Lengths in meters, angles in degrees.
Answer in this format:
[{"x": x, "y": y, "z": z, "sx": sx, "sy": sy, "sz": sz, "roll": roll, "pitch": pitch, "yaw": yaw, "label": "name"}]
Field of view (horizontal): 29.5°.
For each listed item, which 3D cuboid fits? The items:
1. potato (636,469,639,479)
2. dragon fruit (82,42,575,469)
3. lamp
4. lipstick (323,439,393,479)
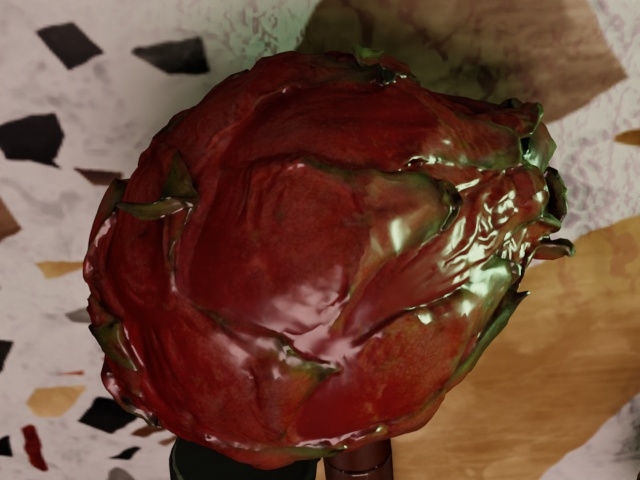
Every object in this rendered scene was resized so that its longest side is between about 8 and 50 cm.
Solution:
[{"x": 0.383, "y": 0.212, "z": 0.894, "sx": 0.288, "sy": 0.301, "sz": 0.237, "roll": 27, "pitch": 154, "yaw": 19, "label": "potato"}, {"x": 0.000, "y": 0.000, "z": 0.706, "sx": 0.299, "sy": 0.244, "sz": 0.244, "roll": -30, "pitch": 125, "yaw": 1, "label": "dragon fruit"}, {"x": -0.008, "y": 0.283, "z": 1.007, "sx": 0.108, "sy": 0.130, "sz": 0.371, "roll": -16, "pitch": 124, "yaw": 10, "label": "lamp"}, {"x": 0.033, "y": 0.199, "z": 0.976, "sx": 0.057, "sy": 0.057, "sz": 0.357, "roll": -4, "pitch": 130, "yaw": 3, "label": "lipstick"}]
